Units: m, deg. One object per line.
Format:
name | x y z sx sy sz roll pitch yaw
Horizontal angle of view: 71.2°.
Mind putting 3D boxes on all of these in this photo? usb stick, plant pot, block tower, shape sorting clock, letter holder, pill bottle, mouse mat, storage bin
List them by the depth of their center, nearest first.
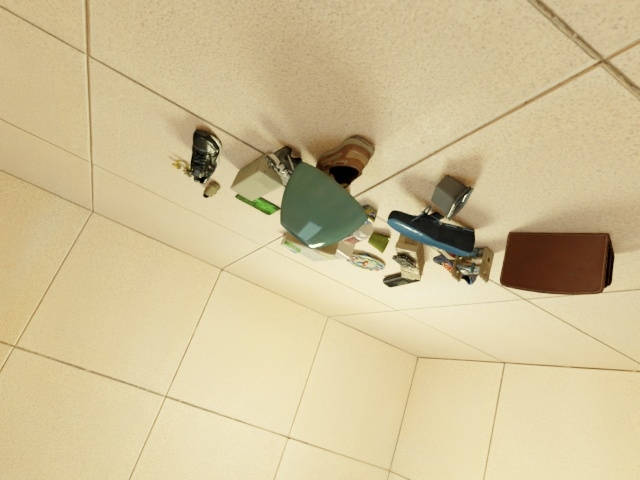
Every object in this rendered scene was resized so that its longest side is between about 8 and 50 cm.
storage bin | 0.408 -0.142 1.394 0.091 0.098 0.135 44 166 17
plant pot | -0.017 -0.086 1.453 0.290 0.195 0.290 38 175 4
letter holder | 0.778 0.102 1.477 0.302 0.214 0.152 1 153 40
pill bottle | 0.156 -0.035 1.880 0.086 0.086 0.152 28 159 -20
plant pot | 0.248 0.004 1.923 0.079 0.083 0.083 27 161 13
block tower | 0.391 0.069 1.925 0.091 0.097 0.335 12 160 20
mouse mat | -0.289 -0.173 2.050 0.190 0.007 0.153 27 158 -22
shape sorting clock | 0.225 0.115 2.263 0.207 0.040 0.206 18 160 7
usb stick | 0.416 0.201 2.304 0.077 0.045 0.278 33 157 -14

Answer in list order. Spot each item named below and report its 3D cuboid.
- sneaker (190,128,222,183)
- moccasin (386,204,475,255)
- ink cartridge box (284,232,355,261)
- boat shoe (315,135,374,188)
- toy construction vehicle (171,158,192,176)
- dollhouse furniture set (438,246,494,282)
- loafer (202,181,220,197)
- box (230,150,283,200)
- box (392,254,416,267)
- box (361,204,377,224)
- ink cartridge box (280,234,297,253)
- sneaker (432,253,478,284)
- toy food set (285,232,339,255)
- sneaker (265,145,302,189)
sneaker | -0.440 -0.302 1.689 0.107 0.124 0.283 20 159 -1
moccasin | 0.397 -0.048 1.602 0.342 0.116 0.138 21 172 -18
ink cartridge box | 0.000 0.000 2.065 0.201 0.117 0.278 33 155 -31
boat shoe | 0.054 -0.224 1.448 0.123 0.116 0.324 25 159 -13
toy construction vehicle | -0.587 -0.315 1.933 0.098 0.035 0.086 35 166 -29
dollhouse furniture set | 0.555 0.068 1.716 0.129 0.128 0.184 -4 149 47
loafer | -0.499 -0.226 2.041 0.056 0.050 0.148 27 158 -20
box | -0.232 -0.239 1.705 0.113 0.094 0.275 31 157 -27
box | 0.346 0.086 1.846 0.083 0.018 0.067 34 156 -34
box | 0.147 -0.094 1.786 0.059 0.054 0.169 31 156 -29
ink cartridge box | -0.111 0.012 2.277 0.104 0.060 0.180 32 156 -29
sneaker | 0.576 0.120 1.890 0.221 0.087 0.083 22 159 -7
toy food set | -0.019 -0.087 1.755 0.220 0.092 0.305 17 129 6
sneaker | -0.092 -0.234 1.562 0.078 0.106 0.234 36 165 47
